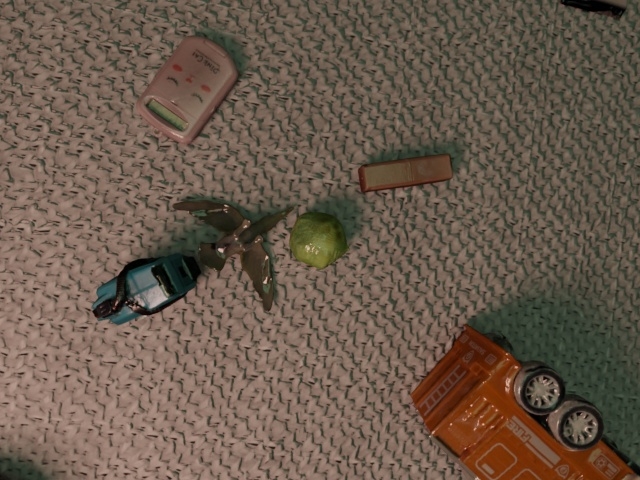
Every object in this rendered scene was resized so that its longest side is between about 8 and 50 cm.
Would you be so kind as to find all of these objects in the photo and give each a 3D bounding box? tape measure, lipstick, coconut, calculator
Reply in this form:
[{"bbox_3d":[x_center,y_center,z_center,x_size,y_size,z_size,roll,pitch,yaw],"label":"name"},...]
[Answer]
[{"bbox_3d":[-0.244,0.065,0.576,0.125,0.146,0.080,-25,94,10],"label":"tape measure"},{"bbox_3d":[0.138,-0.110,0.670,0.146,0.045,0.045,-9,89,-7],"label":"lipstick"},{"bbox_3d":[0.000,0.000,0.634,0.096,0.088,0.087,13,88,-2],"label":"coconut"},{"bbox_3d":[-0.205,-0.231,0.633,0.100,0.032,0.175,35,86,-6],"label":"calculator"}]

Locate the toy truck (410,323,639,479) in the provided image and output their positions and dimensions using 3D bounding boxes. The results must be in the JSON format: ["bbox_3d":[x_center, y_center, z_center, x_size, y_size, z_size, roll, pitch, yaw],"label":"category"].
[{"bbox_3d":[0.337,0.330,0.634,0.387,0.173,0.207,43,91,-2],"label":"toy truck"}]

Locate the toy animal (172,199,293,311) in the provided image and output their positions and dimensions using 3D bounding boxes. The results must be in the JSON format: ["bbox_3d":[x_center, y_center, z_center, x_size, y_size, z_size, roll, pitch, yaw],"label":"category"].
[{"bbox_3d":[-0.102,-0.004,0.615,0.155,0.095,0.219,-33,95,-2],"label":"toy animal"}]

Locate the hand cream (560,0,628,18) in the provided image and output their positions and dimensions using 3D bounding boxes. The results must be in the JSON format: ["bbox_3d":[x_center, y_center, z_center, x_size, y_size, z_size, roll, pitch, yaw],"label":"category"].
[{"bbox_3d":[0.524,-0.572,0.720,0.121,0.076,0.335,13,94,-2],"label":"hand cream"}]
